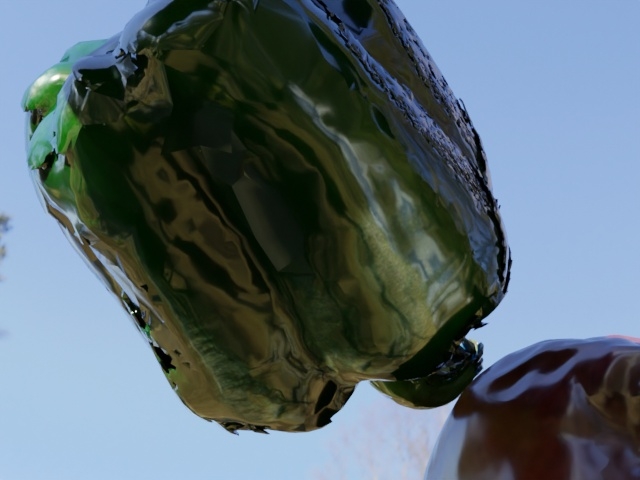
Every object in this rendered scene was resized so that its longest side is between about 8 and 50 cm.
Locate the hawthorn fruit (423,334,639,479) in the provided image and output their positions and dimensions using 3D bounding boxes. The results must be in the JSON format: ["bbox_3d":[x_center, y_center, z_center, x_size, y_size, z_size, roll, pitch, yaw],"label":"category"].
[{"bbox_3d":[0.145,0.137,0.520,0.208,0.208,0.248,8,-53,13],"label":"hawthorn fruit"}]

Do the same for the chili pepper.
[{"bbox_3d":[0.000,0.000,0.472,0.261,0.174,0.165,52,-3,-25],"label":"chili pepper"}]
